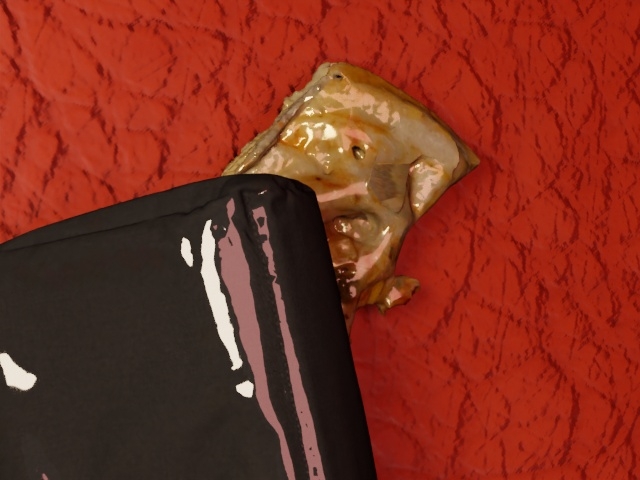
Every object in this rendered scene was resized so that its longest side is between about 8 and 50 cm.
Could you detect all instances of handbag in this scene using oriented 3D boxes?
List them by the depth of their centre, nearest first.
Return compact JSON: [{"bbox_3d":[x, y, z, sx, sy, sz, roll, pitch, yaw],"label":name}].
[{"bbox_3d":[-0.108,0.122,1.246,0.178,0.275,0.302,-6,83,-71],"label":"handbag"}]

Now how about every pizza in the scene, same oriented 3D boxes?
[{"bbox_3d":[0.000,0.000,1.354,0.189,0.071,0.297,42,74,-22],"label":"pizza"}]
